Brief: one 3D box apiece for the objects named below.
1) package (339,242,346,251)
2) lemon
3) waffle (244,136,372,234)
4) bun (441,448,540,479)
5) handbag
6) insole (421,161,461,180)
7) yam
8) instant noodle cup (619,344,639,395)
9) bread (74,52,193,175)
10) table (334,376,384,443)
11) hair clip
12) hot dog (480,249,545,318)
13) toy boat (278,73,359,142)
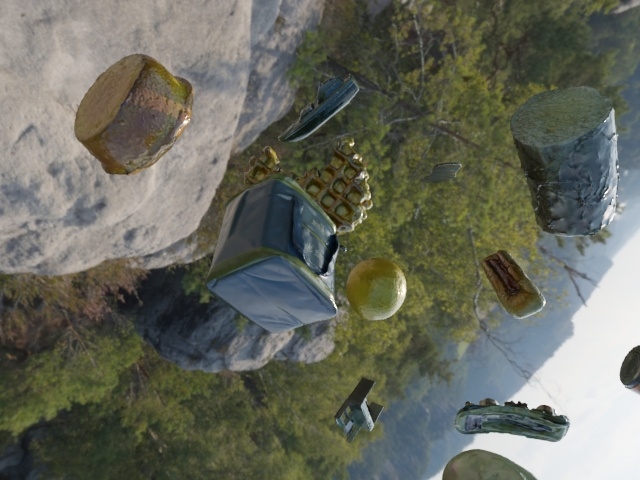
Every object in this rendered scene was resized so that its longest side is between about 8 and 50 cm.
[{"bbox_3d":[0.000,0.000,2.005,0.168,0.226,0.090,-32,170,-9],"label":"package"},{"bbox_3d":[0.166,0.148,1.238,0.178,0.178,0.202,-24,121,-40],"label":"lemon"},{"bbox_3d":[-0.035,-0.124,1.069,0.325,0.260,0.151,-6,162,8],"label":"waffle"},{"bbox_3d":[0.372,0.603,0.873,0.187,0.293,0.293,-37,152,-37],"label":"bun"},{"bbox_3d":[-0.085,0.032,0.866,0.223,0.240,0.263,-26,132,27],"label":"handbag"},{"bbox_3d":[0.429,-0.237,1.481,0.348,0.119,0.009,17,72,-82],"label":"insole"},{"bbox_3d":[0.639,-0.193,1.080,0.241,0.241,0.348,-38,118,-20],"label":"yam"},{"bbox_3d":[0.887,0.357,1.099,0.177,0.126,0.208,-69,162,9],"label":"instant noodle cup"},{"bbox_3d":[-0.464,-0.313,1.031,0.312,0.312,0.172,-48,139,-1],"label":"bread"},{"bbox_3d":[0.136,0.584,1.414,0.175,0.063,0.146,-46,129,-36],"label":"table"},{"bbox_3d":[0.584,0.546,1.291,0.091,0.322,0.138,-72,160,-52],"label":"hair clip"},{"bbox_3d":[0.446,0.089,0.996,0.084,0.073,0.242,-36,-162,20],"label":"hot dog"},{"bbox_3d":[-0.016,-0.347,1.103,0.261,0.078,0.085,-34,116,25],"label":"toy boat"}]
